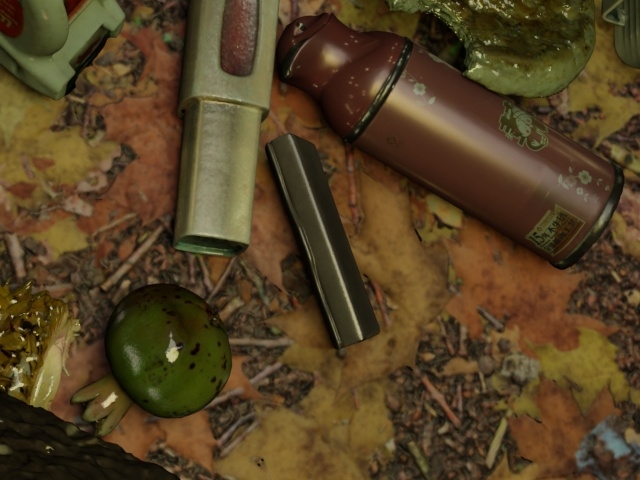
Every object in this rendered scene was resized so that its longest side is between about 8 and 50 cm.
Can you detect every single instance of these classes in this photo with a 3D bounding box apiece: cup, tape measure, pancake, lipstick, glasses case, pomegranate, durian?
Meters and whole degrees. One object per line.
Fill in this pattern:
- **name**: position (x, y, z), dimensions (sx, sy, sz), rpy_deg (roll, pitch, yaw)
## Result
- **cup**: position (0.338, -0.226, 1.500), dimensions (0.128, 0.129, 0.095), rpy_deg (5, 74, -18)
- **tape measure**: position (-0.266, -0.257, 1.248), dimensions (0.243, 0.246, 0.125), rpy_deg (36, 64, -1)
- **pancake**: position (0.156, -0.241, 1.446), dimensions (0.254, 0.037, 0.253), rpy_deg (14, 51, -18)
- **lipstick**: position (-0.086, -0.116, 1.353), dimensions (0.079, 0.077, 0.253), rpy_deg (10, 75, -17)
- **glasses case**: position (0.000, 0.001, 1.359), dimensions (0.042, 0.072, 0.190), rpy_deg (-20, 83, 6)
- **pomegranate**: position (-0.140, 0.102, 1.272), dimensions (0.142, 0.114, 0.114), rpy_deg (-38, 91, 5)
- **durian**: position (-0.263, 0.134, 1.228), dimensions (0.140, 0.078, 0.224), rpy_deg (8, 76, -18)

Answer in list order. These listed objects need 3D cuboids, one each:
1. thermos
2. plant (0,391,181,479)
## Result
- **thermos**: position (0.113, -0.113, 1.404), dimensions (0.330, 0.109, 0.136), rpy_deg (30, 69, -10)
- **plant**: position (-0.185, 0.254, 1.073), dimensions (0.213, 0.312, 0.215), rpy_deg (5, 112, -53)
